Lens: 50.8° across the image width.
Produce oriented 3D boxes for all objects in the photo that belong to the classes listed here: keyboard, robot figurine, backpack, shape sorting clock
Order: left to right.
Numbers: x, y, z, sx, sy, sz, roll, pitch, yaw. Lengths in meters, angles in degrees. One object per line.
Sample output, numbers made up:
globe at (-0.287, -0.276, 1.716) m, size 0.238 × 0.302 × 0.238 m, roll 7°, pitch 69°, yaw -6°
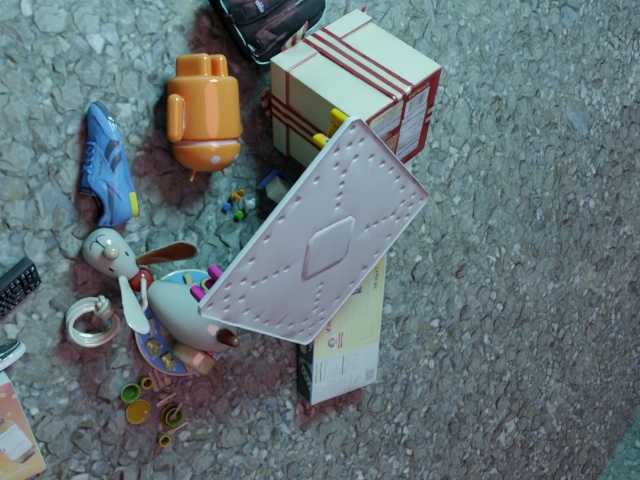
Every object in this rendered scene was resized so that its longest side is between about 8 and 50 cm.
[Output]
keyboard at (-0.512, 0.101, 1.041) m, size 0.180 × 0.023 × 0.108 m, roll -50°, pitch 162°, yaw -32°
shape sorting clock at (-0.253, 0.157, 1.285) m, size 0.206 × 0.040 × 0.206 m, roll -8°, pitch 103°, yaw -36°
robot figurine at (-0.204, -0.218, 1.198) m, size 0.128 × 0.158 × 0.219 m, roll -2°, pitch 101°, yaw -6°
backpack at (-0.092, -0.432, 1.223) m, size 0.188 × 0.144 × 0.166 m, roll -36°, pitch 119°, yaw -4°

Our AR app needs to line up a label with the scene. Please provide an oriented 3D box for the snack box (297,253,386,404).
snack box at (0.046, 0.185, 1.473) m, size 0.187 × 0.060 × 0.322 m, roll -10°, pitch 113°, yaw -35°

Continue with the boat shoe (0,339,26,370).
boat shoe at (-0.538, 0.194, 1.067) m, size 0.142 × 0.049 × 0.040 m, roll -33°, pitch 118°, yaw -40°

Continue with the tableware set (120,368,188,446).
tableware set at (-0.315, 0.322, 1.281) m, size 0.104 × 0.024 × 0.154 m, roll -29°, pitch 115°, yaw -29°

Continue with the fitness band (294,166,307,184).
fitness band at (0.053, -0.095, 1.460) m, size 0.209 × 0.054 × 0.291 m, roll -34°, pitch 118°, yaw -30°

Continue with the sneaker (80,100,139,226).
sneaker at (-0.369, -0.124, 1.131) m, size 0.082 × 0.069 × 0.209 m, roll -19°, pitch 110°, yaw -28°

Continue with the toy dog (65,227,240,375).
toy dog at (-0.255, 0.111, 1.167) m, size 0.333 × 0.161 × 0.220 m, roll 19°, pitch 82°, yaw -27°

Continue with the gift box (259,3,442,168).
gift box at (0.057, -0.279, 1.270) m, size 0.255 × 0.258 × 0.276 m, roll -36°, pitch 152°, yaw -30°

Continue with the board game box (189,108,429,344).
board game box at (0.000, 0.000, 1.189) m, size 0.390 × 0.050 × 0.390 m, roll -51°, pitch 151°, yaw 5°

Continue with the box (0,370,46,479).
box at (-0.538, 0.310, 1.072) m, size 0.130 × 0.091 × 0.170 m, roll -25°, pitch 113°, yaw -31°

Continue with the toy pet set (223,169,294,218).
toy pet set at (-0.115, -0.089, 1.344) m, size 0.122 × 0.065 × 0.114 m, roll 34°, pitch 113°, yaw -33°
